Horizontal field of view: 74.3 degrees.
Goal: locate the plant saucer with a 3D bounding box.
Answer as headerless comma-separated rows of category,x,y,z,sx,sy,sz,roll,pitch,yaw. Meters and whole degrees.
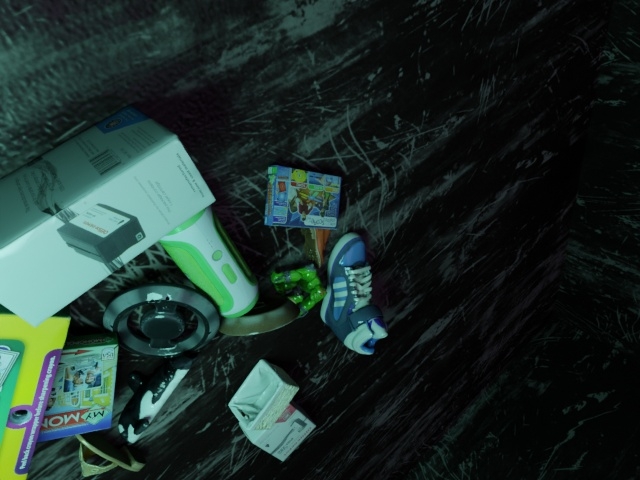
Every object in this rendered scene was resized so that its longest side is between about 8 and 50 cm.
plant saucer,-0.148,0.169,1.005,0.199,0.199,0.036,-16,104,-34

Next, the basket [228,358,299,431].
basket,-0.159,0.446,1.214,0.167,0.113,0.103,-53,141,-3

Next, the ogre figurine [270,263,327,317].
ogre figurine,-0.051,0.128,1.133,0.118,0.097,0.197,-27,117,-4

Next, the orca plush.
orca plush,-0.390,0.333,0.939,0.102,0.151,0.287,36,122,-8

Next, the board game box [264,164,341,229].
board game box,-0.037,-0.097,1.010,0.201,0.035,0.136,3,93,-42

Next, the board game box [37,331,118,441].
board game box,-0.554,0.284,0.777,0.317,0.046,0.213,1,113,-33

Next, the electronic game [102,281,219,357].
electronic game,-0.328,0.172,0.884,0.229,0.048,0.229,-7,131,-8

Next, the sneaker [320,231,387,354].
sneaker,0.124,0.164,1.199,0.130,0.236,0.322,-6,119,-40

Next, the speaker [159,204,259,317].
speaker,-0.232,0.034,0.877,0.131,0.131,0.296,-39,135,-17

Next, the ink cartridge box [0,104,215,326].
ink cartridge box,-0.355,-0.056,0.645,0.307,0.223,0.129,-39,135,-17

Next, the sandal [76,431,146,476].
sandal,-0.498,0.504,0.961,0.079,0.088,0.240,-47,142,-18

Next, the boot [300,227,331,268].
boot,0.000,0.000,1.123,0.085,0.059,0.157,-30,131,-32

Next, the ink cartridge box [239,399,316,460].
ink cartridge box,-0.130,0.583,1.337,0.158,0.092,0.218,-43,138,-13

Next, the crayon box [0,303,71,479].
crayon box,-0.590,0.232,0.627,0.313,0.106,0.362,13,106,-36
